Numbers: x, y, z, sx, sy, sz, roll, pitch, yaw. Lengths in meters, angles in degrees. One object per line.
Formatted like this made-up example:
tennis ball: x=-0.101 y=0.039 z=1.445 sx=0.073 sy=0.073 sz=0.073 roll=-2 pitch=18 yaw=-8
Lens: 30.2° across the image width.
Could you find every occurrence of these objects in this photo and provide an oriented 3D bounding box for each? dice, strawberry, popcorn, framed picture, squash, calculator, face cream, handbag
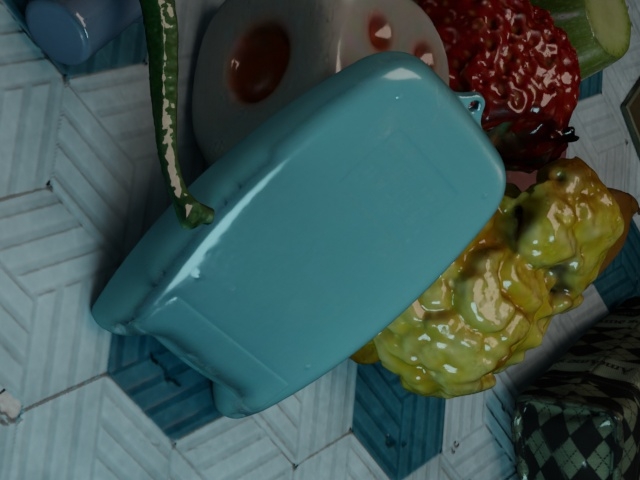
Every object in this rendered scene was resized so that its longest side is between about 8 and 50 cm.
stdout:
dice: x=0.001 y=-0.144 z=1.161 sx=0.191 sy=0.194 sz=0.193 roll=17 pitch=72 yaw=-45
strawberry: x=0.170 y=-0.198 z=1.323 sx=0.261 sy=0.261 sz=0.258 roll=18 pitch=77 yaw=-47
popcorn: x=0.166 y=0.037 z=1.272 sx=0.225 sy=0.332 sz=0.265 roll=60 pitch=10 yaw=11
framed picture: x=0.552 y=-0.208 z=1.934 sx=0.203 sy=0.015 sz=0.150 roll=-50 pitch=122 yaw=-38
squash: x=0.347 y=-0.296 z=1.635 sx=0.170 sy=0.122 sz=0.170 roll=11 pitch=74 yaw=-44
calculator: x=0.000 y=0.000 z=1.068 sx=0.386 sy=0.054 sz=0.256 roll=-42 pitch=128 yaw=6
face cream: x=-0.128 y=-0.290 z=1.105 sx=0.385 sy=0.086 sz=0.136 roll=-52 pitch=158 yaw=-39
handbag: x=0.423 y=0.285 z=1.639 sx=0.416 sy=0.180 sz=0.317 roll=-28 pitch=116 yaw=-52

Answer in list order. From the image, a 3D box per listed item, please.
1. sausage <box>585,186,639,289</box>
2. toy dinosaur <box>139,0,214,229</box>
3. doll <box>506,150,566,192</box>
sausage: x=0.362 y=-0.004 z=1.629 sx=0.328 sy=0.112 sz=0.112 roll=-31 pitch=109 yaw=-47
toy dinosaur: x=-0.183 y=-0.252 z=0.939 sx=0.447 sy=0.087 sz=0.301 roll=42 pitch=65 yaw=-25
doll: x=0.253 y=-0.125 z=1.519 sx=0.211 sy=0.093 sz=0.262 roll=10 pitch=74 yaw=-42
